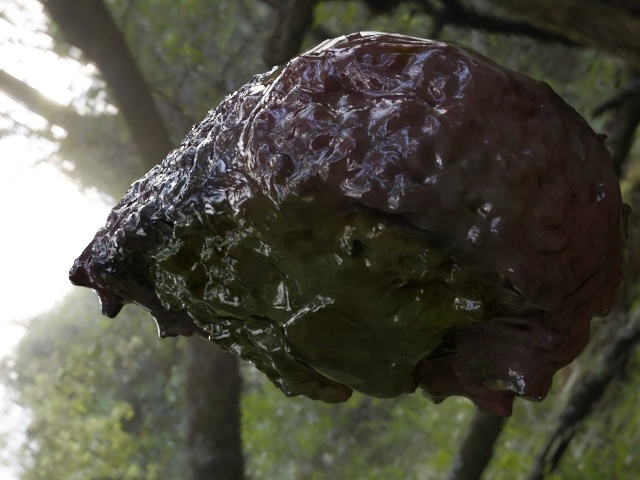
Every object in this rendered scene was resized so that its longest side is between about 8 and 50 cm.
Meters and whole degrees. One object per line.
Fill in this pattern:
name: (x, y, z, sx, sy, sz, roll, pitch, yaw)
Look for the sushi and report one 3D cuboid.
sushi: (0.000, -0.012, 0.583, 0.161, 0.241, 0.107, 81, -149, -51)
